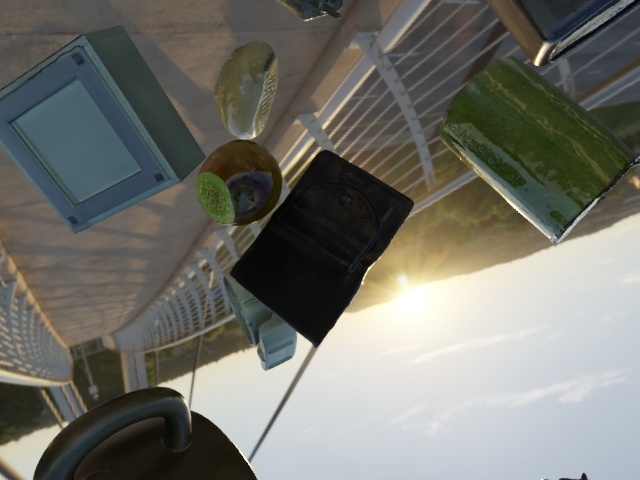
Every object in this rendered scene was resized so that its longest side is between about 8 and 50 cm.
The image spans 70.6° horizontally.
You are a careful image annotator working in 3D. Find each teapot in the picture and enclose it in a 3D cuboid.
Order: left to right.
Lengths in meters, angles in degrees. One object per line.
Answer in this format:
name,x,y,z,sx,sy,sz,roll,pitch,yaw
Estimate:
teapot,-0.140,0.223,0.301,0.185,0.268,0.175,19,-158,35

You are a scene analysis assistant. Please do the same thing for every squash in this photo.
squash,0.507,-0.216,1.069,0.263,0.384,0.263,-34,159,-15

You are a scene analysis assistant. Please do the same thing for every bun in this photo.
bun,-0.178,-0.349,1.041,0.127,0.223,0.222,14,170,-1

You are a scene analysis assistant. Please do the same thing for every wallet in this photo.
wallet,0.000,0.000,0.853,0.323,0.247,0.041,-54,152,-3

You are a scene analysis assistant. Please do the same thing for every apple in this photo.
apple,-0.150,-0.107,0.844,0.163,0.146,0.147,-33,-146,-12

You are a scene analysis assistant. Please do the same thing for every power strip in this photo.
power strip,-0.050,-0.452,0.801,0.092,0.268,0.034,-30,149,-25

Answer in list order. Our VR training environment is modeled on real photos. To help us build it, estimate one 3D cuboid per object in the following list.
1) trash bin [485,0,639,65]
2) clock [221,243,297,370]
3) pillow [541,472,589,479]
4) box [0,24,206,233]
trash bin,0.262,-0.382,0.535,0.209,0.291,0.182,-33,175,17
clock,-0.175,0.171,1.215,0.108,0.324,0.265,-23,152,-18
pillow,0.491,0.472,0.753,0.093,0.241,0.051,-42,149,-27
box,-0.344,-0.161,0.691,0.224,0.225,0.117,-21,-155,20
